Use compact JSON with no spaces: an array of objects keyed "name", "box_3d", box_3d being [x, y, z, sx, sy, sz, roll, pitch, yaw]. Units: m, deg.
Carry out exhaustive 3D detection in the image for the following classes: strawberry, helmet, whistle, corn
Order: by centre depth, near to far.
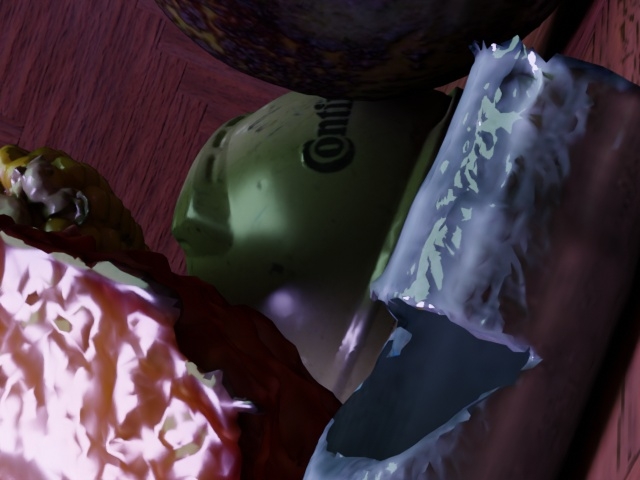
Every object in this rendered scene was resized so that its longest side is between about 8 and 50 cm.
[{"name":"whistle","box_3d":[0.009,0.104,0.478,0.062,0.062,0.312,128,163,-85]},{"name":"strawberry","box_3d":[-0.097,0.111,0.747,0.150,0.280,0.253,-6,-73,-50]},{"name":"corn","box_3d":[-0.108,0.050,0.955,0.313,0.102,0.102,63,-134,-64]},{"name":"helmet","box_3d":[-0.003,0.000,0.956,0.257,0.137,0.204,-76,8,-78]}]

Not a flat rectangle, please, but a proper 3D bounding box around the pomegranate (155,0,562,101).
[{"name":"pomegranate","box_3d":[-0.019,-0.228,0.874,0.285,0.341,0.285,-61,0,0]}]
